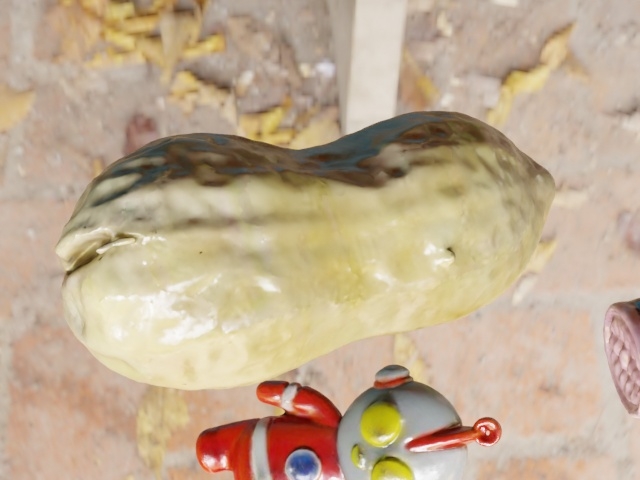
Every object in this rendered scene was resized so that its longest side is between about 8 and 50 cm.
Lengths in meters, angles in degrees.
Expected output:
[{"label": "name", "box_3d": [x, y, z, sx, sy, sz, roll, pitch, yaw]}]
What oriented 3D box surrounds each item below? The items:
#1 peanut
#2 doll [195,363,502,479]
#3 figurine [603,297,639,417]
[{"label": "peanut", "box_3d": [0.000, 0.000, 0.952, 0.313, 0.149, 0.149, -15, 64, -30]}, {"label": "doll", "box_3d": [0.022, 0.166, 1.318, 0.245, 0.076, 0.142, -13, 85, 26]}, {"label": "figurine", "box_3d": [0.288, 0.017, 0.887, 0.211, 0.361, 0.253, 15, 97, -2]}]
